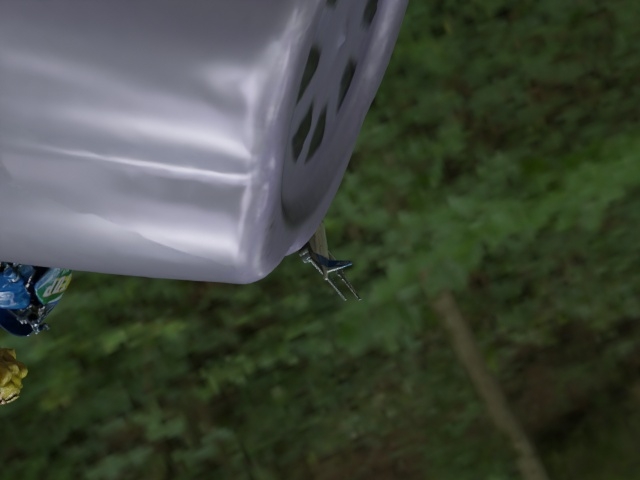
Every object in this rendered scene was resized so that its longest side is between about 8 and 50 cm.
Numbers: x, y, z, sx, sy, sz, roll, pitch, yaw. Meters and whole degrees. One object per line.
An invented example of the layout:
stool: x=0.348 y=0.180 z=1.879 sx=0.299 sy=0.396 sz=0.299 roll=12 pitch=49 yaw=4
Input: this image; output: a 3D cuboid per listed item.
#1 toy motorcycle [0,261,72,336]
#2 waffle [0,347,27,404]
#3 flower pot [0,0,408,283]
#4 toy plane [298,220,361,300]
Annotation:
toy motorcycle: x=-0.258 y=0.017 z=1.296 sx=0.136 sy=0.092 sz=0.254 roll=-61 pitch=163 yaw=7
waffle: x=-0.356 y=0.107 z=1.418 sx=0.194 sy=0.051 sz=0.149 roll=11 pitch=-173 yaw=-40
flower pot: x=-0.099 y=-0.102 z=0.555 sx=0.243 sy=0.265 sz=0.265 roll=22 pitch=-155 yaw=9
toy plane: x=-0.002 y=0.002 z=0.894 sx=0.024 sy=0.078 sz=0.084 roll=-39 pitch=-151 yaw=5
